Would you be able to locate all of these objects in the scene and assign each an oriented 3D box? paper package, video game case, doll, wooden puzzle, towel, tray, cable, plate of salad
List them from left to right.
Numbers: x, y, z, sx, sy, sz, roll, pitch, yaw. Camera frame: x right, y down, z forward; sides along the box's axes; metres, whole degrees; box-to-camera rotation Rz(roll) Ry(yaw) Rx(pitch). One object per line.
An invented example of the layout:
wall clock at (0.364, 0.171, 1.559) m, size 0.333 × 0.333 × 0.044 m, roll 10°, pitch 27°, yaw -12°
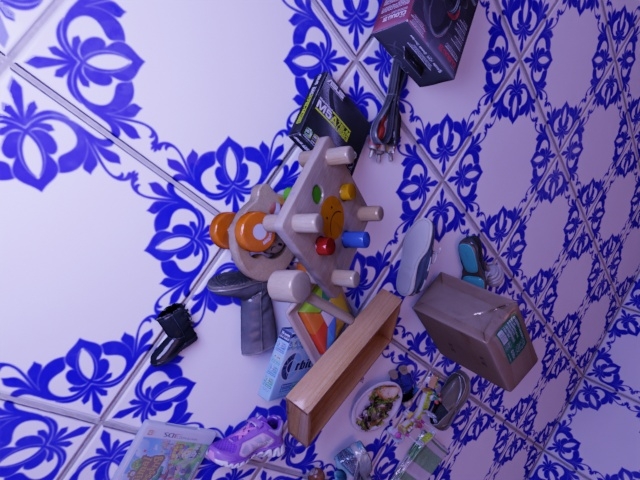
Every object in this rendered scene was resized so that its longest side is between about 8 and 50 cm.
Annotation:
video game case at (-0.375, 0.532, 1.023) m, size 0.193 × 0.023 × 0.212 m, roll 32°, pitch 85°, yaw -39°
wooden puzzle at (0.011, 0.188, 1.138) m, size 0.221 × 0.044 × 0.238 m, roll -53°, pitch 135°, yaw -41°
tray at (0.068, 0.328, 1.162) m, size 0.411 × 0.076 × 0.202 m, roll -40°, pitch 148°, yaw -35°
plate of salad at (0.192, 0.553, 1.432) m, size 0.200 × 0.048 × 0.199 m, roll -12°, pitch 116°, yaw -25°
cable at (0.166, -0.345, 1.120) m, size 0.140 × 0.072 × 0.286 m, roll -5°, pitch 100°, yaw -51°
doll at (0.291, 0.513, 1.504) m, size 0.129 × 0.046 × 0.188 m, roll -22°, pitch 122°, yaw -6°
towel at (0.371, 0.925, 1.717) m, size 0.324 × 0.038 × 0.248 m, roll -52°, pitch 129°, yaw -12°
paper package at (0.507, 0.298, 1.430) m, size 0.168 × 0.310 × 0.324 m, roll -47°, pitch 126°, yaw -16°

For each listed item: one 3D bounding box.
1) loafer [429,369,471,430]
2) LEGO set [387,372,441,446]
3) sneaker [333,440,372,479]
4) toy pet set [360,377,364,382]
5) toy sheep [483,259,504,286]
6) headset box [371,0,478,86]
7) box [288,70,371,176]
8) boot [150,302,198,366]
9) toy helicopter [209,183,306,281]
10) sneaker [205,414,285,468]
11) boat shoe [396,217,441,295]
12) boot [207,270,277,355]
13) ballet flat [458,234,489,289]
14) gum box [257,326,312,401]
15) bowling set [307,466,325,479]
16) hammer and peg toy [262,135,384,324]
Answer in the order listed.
loafer at (0.491, 0.613, 1.665) m, size 0.088 × 0.094 × 0.251 m, roll 21°, pitch 92°, yaw -44°
LEGO set at (0.377, 0.630, 1.575) m, size 0.287 × 0.107 × 0.132 m, roll -46°, pitch 127°, yaw -16°
sneaker at (0.104, 0.787, 1.443) m, size 0.122 × 0.110 × 0.282 m, roll -16°, pitch 113°, yaw -13°
toy pet set at (0.095, 0.396, 1.308) m, size 0.114 × 0.065 × 0.122 m, roll -32°, pitch 122°, yaw -25°
toy sheep at (0.636, 0.125, 1.617) m, size 0.132 × 0.091 × 0.091 m, roll 38°, pitch 81°, yaw -38°
headset box at (0.258, -0.538, 1.053) m, size 0.218 × 0.110 × 0.292 m, roll 29°, pitch 75°, yaw -40°
box at (0.029, -0.258, 1.018) m, size 0.191 × 0.045 × 0.184 m, roll 40°, pitch 64°, yaw -38°
boot at (-0.325, 0.199, 0.934) m, size 0.121 × 0.045 × 0.099 m, roll -34°, pitch 126°, yaw -32°
toy helicopter at (-0.062, -0.055, 0.999) m, size 0.235 × 0.140 × 0.355 m, roll 51°, pitch 60°, yaw -30°
sneaker at (-0.183, 0.505, 1.121) m, size 0.237 × 0.095 × 0.104 m, roll 11°, pitch 93°, yaw -46°
boat shoe at (0.305, 0.053, 1.332) m, size 0.079 × 0.095 × 0.254 m, roll -1°, pitch 107°, yaw -36°
boot at (-0.179, 0.174, 1.029) m, size 0.190 × 0.076 × 0.208 m, roll -6°, pitch 115°, yaw -35°
ballet flat at (0.551, 0.106, 1.544) m, size 0.096 × 0.095 × 0.280 m, roll -35°, pitch 124°, yaw -37°
gum box at (-0.072, 0.317, 1.142) m, size 0.157 × 0.041 × 0.184 m, roll 15°, pitch 95°, yaw -57°
bowling set at (-0.037, 0.811, 1.311) m, size 0.154 × 0.199 × 0.287 m, roll -9°, pitch 153°, yaw -30°
hammer and peg toy at (0.000, 0.000, 0.902) m, size 0.266 × 0.128 × 0.361 m, roll 54°, pitch 48°, yaw -42°
